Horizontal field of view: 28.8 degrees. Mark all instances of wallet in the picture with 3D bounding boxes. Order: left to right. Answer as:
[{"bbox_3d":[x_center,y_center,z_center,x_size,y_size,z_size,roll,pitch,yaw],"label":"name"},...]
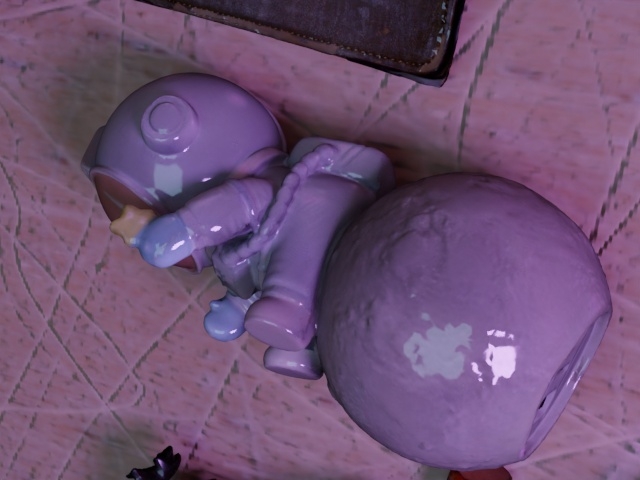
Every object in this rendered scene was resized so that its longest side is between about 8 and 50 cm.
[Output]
[{"bbox_3d":[-0.026,-0.166,0.647,0.232,0.031,0.122,20,117,21],"label":"wallet"}]

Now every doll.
[{"bbox_3d":[0.000,0.000,0.629,0.287,0.151,0.151,29,115,22],"label":"doll"}]

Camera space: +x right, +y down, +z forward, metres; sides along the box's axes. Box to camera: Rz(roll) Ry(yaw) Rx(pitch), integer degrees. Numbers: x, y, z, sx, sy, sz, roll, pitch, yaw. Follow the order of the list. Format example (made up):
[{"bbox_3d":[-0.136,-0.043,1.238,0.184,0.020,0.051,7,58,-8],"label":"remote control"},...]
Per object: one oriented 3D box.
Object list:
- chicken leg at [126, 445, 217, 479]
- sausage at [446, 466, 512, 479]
[{"bbox_3d":[-0.041,0.182,0.733,0.234,0.063,0.105,10,129,23],"label":"chicken leg"},{"bbox_3d":[0.072,0.182,0.699,0.034,0.034,0.129,23,113,18],"label":"sausage"}]
